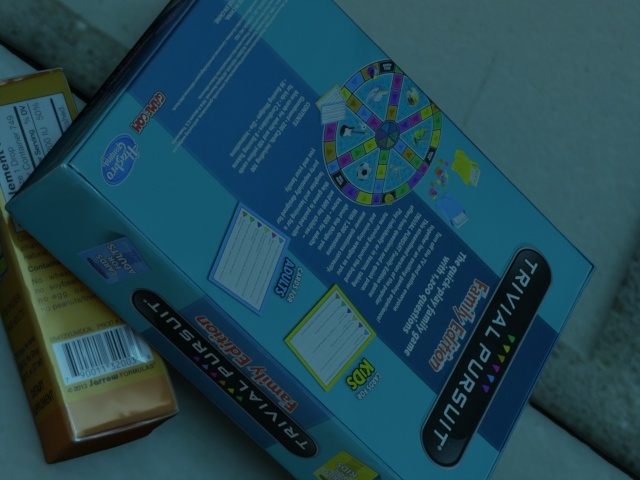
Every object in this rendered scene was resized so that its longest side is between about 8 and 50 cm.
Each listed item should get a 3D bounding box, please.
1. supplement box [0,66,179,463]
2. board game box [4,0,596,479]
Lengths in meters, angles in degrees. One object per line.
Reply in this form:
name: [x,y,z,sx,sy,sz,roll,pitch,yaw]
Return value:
supplement box: [-0.166,0.015,1.204,0.080,0.078,0.233,-13,78,-25]
board game box: [0.000,0.000,1.228,0.336,0.079,0.253,45,50,-14]
